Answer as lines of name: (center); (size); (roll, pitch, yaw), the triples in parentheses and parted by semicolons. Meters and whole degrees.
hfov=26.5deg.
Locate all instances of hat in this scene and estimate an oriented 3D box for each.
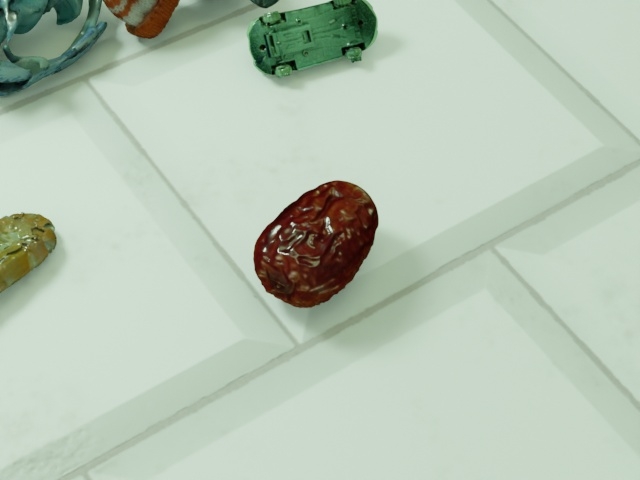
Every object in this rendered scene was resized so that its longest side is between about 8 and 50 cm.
hat: (-0.265, -0.342, 1.779); (0.093, 0.162, 0.112); (33, 97, 37)

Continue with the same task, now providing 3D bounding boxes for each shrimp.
shrimp: (-0.377, 0.030, 1.573); (0.091, 0.043, 0.184); (18, 46, 16)

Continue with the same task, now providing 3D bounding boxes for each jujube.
jujube: (0.000, 0.000, 1.594); (0.112, 0.109, 0.176); (51, 54, -11)

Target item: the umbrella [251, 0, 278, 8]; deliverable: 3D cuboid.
umbrella: (-0.178, -0.416, 1.897); (0.143, 0.094, 0.349); (-45, 62, -12)

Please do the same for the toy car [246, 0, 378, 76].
toy car: (-0.011, -0.274, 1.829); (0.186, 0.058, 0.093); (-17, 101, -20)

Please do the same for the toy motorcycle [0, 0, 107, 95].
toy motorcycle: (-0.395, -0.306, 1.769); (0.206, 0.154, 0.260); (42, 52, -4)
